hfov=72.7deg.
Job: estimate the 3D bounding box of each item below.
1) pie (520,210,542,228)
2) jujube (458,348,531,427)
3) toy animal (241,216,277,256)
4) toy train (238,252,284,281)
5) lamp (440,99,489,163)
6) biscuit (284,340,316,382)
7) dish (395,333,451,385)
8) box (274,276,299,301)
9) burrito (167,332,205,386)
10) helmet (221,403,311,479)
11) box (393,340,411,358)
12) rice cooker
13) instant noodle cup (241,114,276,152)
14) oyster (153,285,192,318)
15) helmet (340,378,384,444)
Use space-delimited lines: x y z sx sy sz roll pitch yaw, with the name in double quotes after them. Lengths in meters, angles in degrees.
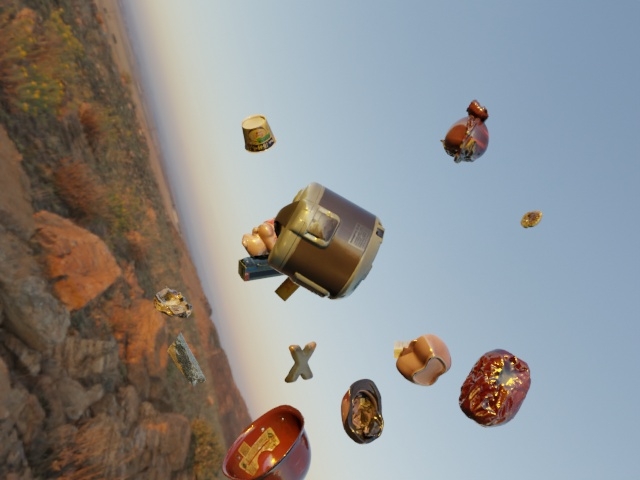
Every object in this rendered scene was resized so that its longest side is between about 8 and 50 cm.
0.773 -0.079 1.595 0.020 0.084 0.084 38 -4 -19 "pie"
0.845 0.719 2.108 0.276 0.377 0.276 33 -4 2 "jujube"
-0.247 -0.001 1.968 0.171 0.197 0.171 59 -4 6 "toy animal"
-0.145 0.102 1.848 0.086 0.408 0.089 38 -53 51 "toy train"
0.530 -0.364 1.540 0.151 0.223 0.215 43 2 10 "lamp"
-0.098 0.622 2.212 0.047 0.164 0.208 25 -68 57 "biscuit"
0.392 0.461 1.609 0.090 0.213 0.214 -108 -171 -66 "dish"
-0.099 0.164 2.100 0.076 0.174 0.274 42 24 1 "box"
-0.548 0.494 1.773 0.226 0.086 0.060 59 3 -3 "burrito"
-0.158 0.826 1.631 0.384 0.337 0.230 -19 -73 47 "helmet"
0.371 0.436 1.737 0.100 0.151 0.048 -38 127 -76 "box"
0.000 0.000 1.391 0.335 0.325 0.335 -60 -174 10 "rice cooker"
-0.282 -0.478 1.935 0.122 0.151 0.152 74 -9 -48 "instant noodle cup"
-0.513 0.219 1.508 0.345 0.128 0.079 -172 -81 -72 "oyster"
0.164 0.738 1.866 0.154 0.198 0.254 -38 -116 48 "helmet"
